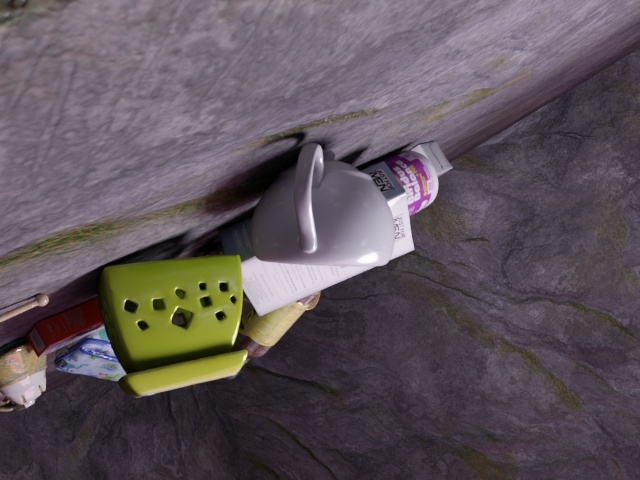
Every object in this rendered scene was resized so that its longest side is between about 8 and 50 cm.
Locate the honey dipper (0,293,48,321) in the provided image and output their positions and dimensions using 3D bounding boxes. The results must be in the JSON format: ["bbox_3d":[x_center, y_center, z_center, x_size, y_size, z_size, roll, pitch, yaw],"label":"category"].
[{"bbox_3d":[-0.443,0.111,0.648,0.161,0.030,0.030,-31,179,-45],"label":"honey dipper"}]

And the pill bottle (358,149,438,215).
[{"bbox_3d":[0.152,-0.114,1.251,0.302,0.169,0.169,-29,177,-36],"label":"pill bottle"}]

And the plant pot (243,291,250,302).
[{"bbox_3d":[-0.219,0.100,1.327,0.237,0.237,0.109,136,-25,-78],"label":"plant pot"}]

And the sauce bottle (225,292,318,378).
[{"bbox_3d":[-0.145,0.212,1.205,0.344,0.111,0.111,-50,170,19],"label":"sauce bottle"}]

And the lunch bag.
[{"bbox_3d":[-0.494,0.261,1.156,0.176,0.090,0.219,-30,140,25],"label":"lunch bag"}]

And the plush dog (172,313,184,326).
[{"bbox_3d":[-0.365,0.227,1.336,0.211,0.225,0.262,-6,150,12],"label":"plush dog"}]

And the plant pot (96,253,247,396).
[{"bbox_3d":[-0.260,0.157,0.864,0.228,0.207,0.227,-7,165,-28],"label":"plant pot"}]

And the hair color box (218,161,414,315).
[{"bbox_3d":[0.000,0.000,1.035,0.375,0.113,0.185,-23,138,-3],"label":"hair color box"}]

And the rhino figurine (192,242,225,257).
[{"bbox_3d":[-0.225,0.040,1.127,0.106,0.073,0.243,-33,175,4],"label":"rhino figurine"}]

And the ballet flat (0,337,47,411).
[{"bbox_3d":[-0.640,0.298,1.032,0.123,0.123,0.348,-27,176,-44],"label":"ballet flat"}]

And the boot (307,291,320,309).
[{"bbox_3d":[-0.118,0.105,1.403,0.109,0.283,0.220,1,148,-42],"label":"boot"}]

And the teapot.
[{"bbox_3d":[0.004,-0.055,0.793,0.253,0.187,0.256,2,-179,-35],"label":"teapot"}]

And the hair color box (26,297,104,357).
[{"bbox_3d":[-0.470,0.160,0.955,0.167,0.053,0.093,-29,176,-47],"label":"hair color box"}]

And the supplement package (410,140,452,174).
[{"bbox_3d":[0.313,-0.230,1.490,0.105,0.105,0.179,-32,177,32],"label":"supplement package"}]
